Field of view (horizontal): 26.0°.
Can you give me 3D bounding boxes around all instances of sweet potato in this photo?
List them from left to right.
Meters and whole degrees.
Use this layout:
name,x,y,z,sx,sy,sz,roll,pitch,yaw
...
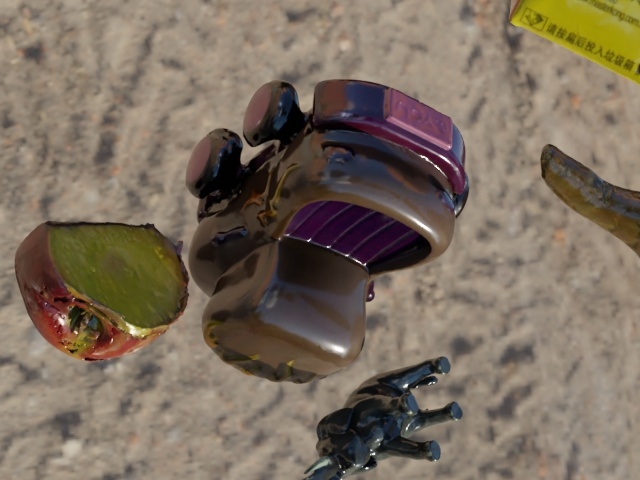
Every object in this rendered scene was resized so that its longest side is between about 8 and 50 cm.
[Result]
name,x,y,z,sx,sy,sz,roll,pitch,yaw
sweet potato,0.327,0.035,1.278,0.346,0.108,0.079,50,42,-21

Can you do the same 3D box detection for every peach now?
name,x,y,z,sx,sy,sz,roll,pitch,yaw
peach,-0.100,0.019,0.619,0.077,0.050,0.083,36,32,-14

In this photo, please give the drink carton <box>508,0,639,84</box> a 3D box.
name,x,y,z,sx,sy,sz,roll,pitch,yaw
drink carton,0.242,-0.283,0.864,0.111,0.351,0.154,25,21,-1

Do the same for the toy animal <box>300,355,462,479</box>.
name,x,y,z,sx,sy,sz,roll,pitch,yaw
toy animal,0.061,0.212,1.507,0.269,0.137,0.082,-36,105,-52

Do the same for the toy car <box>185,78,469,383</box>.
name,x,y,z,sx,sy,sz,roll,pitch,yaw
toy car,0.000,0.000,1.483,0.271,0.341,0.240,23,52,-26
